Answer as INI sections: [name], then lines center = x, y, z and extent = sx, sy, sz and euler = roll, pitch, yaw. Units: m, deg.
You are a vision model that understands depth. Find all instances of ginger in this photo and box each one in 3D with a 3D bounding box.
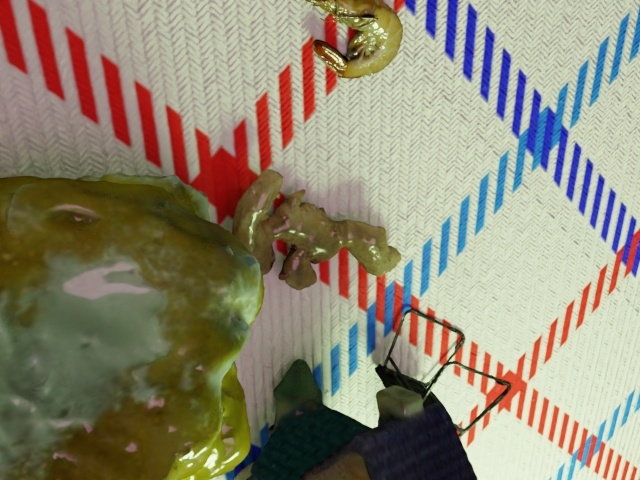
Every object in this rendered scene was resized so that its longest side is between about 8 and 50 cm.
[ginger]
center = -0.011, 0.011, 0.795
extent = 0.259, 0.065, 0.149
euler = 22, 117, -36

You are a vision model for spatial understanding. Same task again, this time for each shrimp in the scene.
[shrimp]
center = 0.023, -0.243, 0.701
extent = 0.163, 0.045, 0.095
euler = 11, 130, -32

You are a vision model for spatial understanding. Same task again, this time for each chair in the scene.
[chair]
center = 0.149, 0.245, 0.929
extent = 0.145, 0.140, 0.221
euler = 26, 106, -30

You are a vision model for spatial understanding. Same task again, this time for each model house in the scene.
[model house]
center = 0.027, 0.316, 0.787
extent = 0.245, 0.312, 0.279
euler = 2, 100, -49

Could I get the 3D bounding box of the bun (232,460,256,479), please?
[bun]
center = -0.106, 0.381, 0.930
extent = 0.086, 0.055, 0.086
euler = 4, 85, -54

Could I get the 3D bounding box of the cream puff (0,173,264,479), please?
[cream puff]
center = -0.227, 0.108, 0.619
extent = 0.379, 0.275, 0.377
euler = 6, 74, -21
